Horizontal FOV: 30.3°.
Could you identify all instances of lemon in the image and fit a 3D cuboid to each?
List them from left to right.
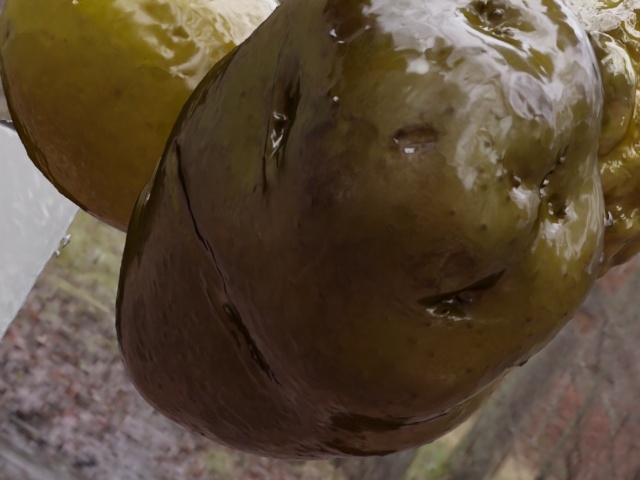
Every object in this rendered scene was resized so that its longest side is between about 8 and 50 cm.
[{"bbox_3d":[-0.125,-0.121,0.913,0.236,0.236,0.263,40,31,-72],"label":"lemon"}]

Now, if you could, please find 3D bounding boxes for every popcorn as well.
[{"bbox_3d":[0.170,-0.084,0.811,0.250,0.250,0.190,31,-7,48],"label":"popcorn"}]

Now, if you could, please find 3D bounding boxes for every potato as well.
[{"bbox_3d":[0.000,0.000,0.560,0.195,0.176,0.369,52,-35,-4],"label":"potato"}]

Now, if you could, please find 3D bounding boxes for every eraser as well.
[{"bbox_3d":[-0.438,-0.036,1.243,0.150,0.331,0.331,-19,-40,37],"label":"eraser"}]
